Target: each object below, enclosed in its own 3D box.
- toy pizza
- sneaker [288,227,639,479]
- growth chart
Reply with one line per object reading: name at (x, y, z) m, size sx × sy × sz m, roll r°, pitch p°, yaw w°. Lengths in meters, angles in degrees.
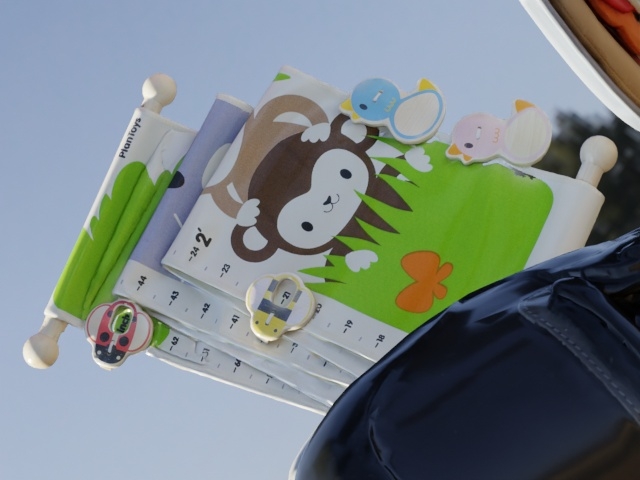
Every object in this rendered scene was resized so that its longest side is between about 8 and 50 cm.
toy pizza at (0.091, -0.129, 0.717) m, size 0.032 × 0.201 × 0.201 m, roll -30°, pitch -3°, yaw 22°
sneaker at (0.113, 0.004, 0.462) m, size 0.283 × 0.107 × 0.124 m, roll -20°, pitch -38°, yaw -36°
growth chart at (0.000, 0.000, 0.857) m, size 0.021 × 0.237 × 0.172 m, roll 53°, pitch -128°, yaw -64°
